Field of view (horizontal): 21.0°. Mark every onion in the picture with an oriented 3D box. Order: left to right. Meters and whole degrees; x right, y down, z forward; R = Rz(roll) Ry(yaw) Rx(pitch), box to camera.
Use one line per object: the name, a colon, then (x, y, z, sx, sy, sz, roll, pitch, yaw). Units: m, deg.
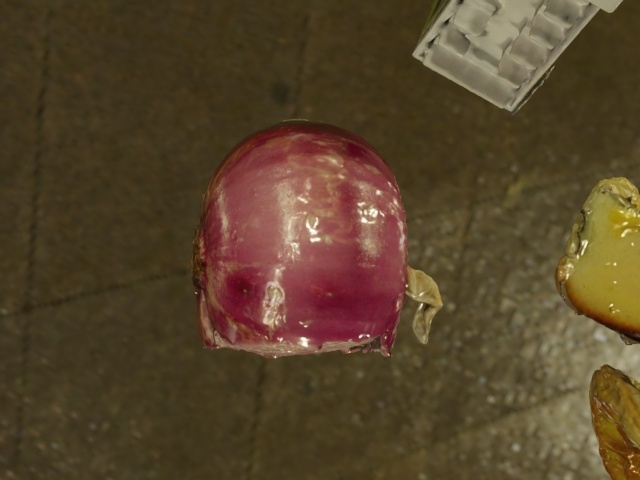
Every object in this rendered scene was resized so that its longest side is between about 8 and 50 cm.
onion: (-0.014, 0.000, 1.273, 0.200, 0.201, 0.207, -71, 162, 6)

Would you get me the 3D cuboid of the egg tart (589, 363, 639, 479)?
egg tart: (0.331, 0.215, 1.601, 0.106, 0.241, 0.241, -25, 131, -6)

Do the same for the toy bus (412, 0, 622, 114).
toy bus: (0.165, -0.202, 1.195, 0.139, 0.113, 0.301, -64, -174, -31)

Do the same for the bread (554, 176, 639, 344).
bread: (0.294, 0.024, 1.505, 0.140, 0.160, 0.169, -69, 164, 10)
